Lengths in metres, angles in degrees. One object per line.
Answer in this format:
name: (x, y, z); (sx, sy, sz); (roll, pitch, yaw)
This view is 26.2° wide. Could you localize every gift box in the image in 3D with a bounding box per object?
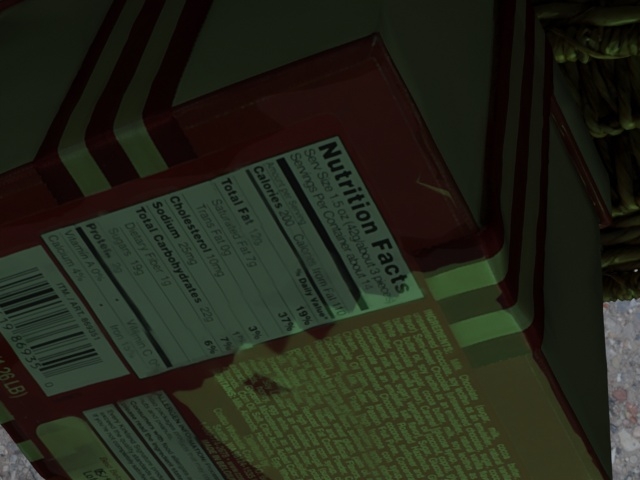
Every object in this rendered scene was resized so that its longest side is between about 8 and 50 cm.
gift box: (-0.034, -0.031, 0.608); (0.276, 0.255, 0.258); (-13, -147, 20)

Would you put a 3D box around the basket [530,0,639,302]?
basket: (0.167, -0.075, 0.811); (0.299, 0.223, 0.213); (-9, 174, 30)
